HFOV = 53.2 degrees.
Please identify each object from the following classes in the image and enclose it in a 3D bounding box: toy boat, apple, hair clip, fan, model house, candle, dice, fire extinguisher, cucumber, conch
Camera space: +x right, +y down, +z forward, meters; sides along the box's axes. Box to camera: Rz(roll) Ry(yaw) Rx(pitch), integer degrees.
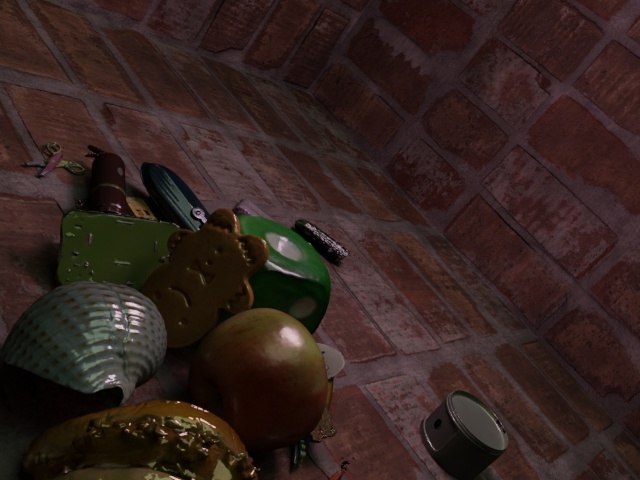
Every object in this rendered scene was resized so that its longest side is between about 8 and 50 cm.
[{"bbox_3d":[-0.454,-0.123,1.966,0.296,0.122,0.114,50,43,3],"label":"toy boat"},{"bbox_3d":[-0.141,0.312,1.415,0.277,0.319,0.319,-8,47,-31],"label":"apple"},{"bbox_3d":[-0.053,0.479,1.555,0.049,0.049,0.173,30,23,-20],"label":"hair clip"},{"bbox_3d":[-0.036,0.361,1.708,0.190,0.009,0.329,3,25,7],"label":"fan"},{"bbox_3d":[-0.519,0.044,1.599,0.293,0.207,0.154,9,-9,-35],"label":"model house"},{"bbox_3d":[0.032,0.575,1.538,0.167,0.021,0.026,-15,83,-64],"label":"candle"},{"bbox_3d":[-0.173,0.124,1.716,0.297,0.300,0.287,18,27,-36],"label":"dice"},{"bbox_3d":[-0.616,-0.157,1.815,0.141,0.105,0.341,23,30,-35],"label":"fire extinguisher"},{"bbox_3d":[0.000,0.000,2.474,0.241,0.074,0.074,38,23,1],"label":"cucumber"},{"bbox_3d":[-0.437,0.185,1.239,0.303,0.215,0.319,19,-8,-29],"label":"conch"}]

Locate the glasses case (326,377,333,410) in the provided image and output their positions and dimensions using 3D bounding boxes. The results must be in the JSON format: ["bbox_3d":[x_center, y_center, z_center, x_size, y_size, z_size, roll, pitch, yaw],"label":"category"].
[{"bbox_3d":[-0.003,0.415,1.701,0.064,0.079,0.234,27,25,-5],"label":"glasses case"}]

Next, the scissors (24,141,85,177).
[{"bbox_3d":[-0.764,-0.221,1.827,0.133,0.020,0.187,42,22,-3],"label":"scissors"}]

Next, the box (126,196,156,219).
[{"bbox_3d":[-0.529,-0.074,1.901,0.073,0.020,0.149,2,43,-53],"label":"box"}]

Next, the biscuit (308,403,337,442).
[{"bbox_3d":[-0.015,0.431,1.569,0.119,0.019,0.130,18,51,-27],"label":"biscuit"}]

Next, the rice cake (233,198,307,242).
[{"bbox_3d":[-0.179,-0.045,2.319,0.298,0.050,0.106,37,24,-6],"label":"rice cake"}]

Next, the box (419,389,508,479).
[{"bbox_3d":[0.435,0.587,1.939,0.226,0.149,0.226,31,23,-15],"label":"box"}]

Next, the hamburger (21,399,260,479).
[{"bbox_3d":[-0.264,0.421,1.063,0.445,0.287,0.268,26,27,-19],"label":"hamburger"}]

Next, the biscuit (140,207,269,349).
[{"bbox_3d":[-0.288,0.095,1.517,0.275,0.355,0.052,44,-1,20],"label":"biscuit"}]
